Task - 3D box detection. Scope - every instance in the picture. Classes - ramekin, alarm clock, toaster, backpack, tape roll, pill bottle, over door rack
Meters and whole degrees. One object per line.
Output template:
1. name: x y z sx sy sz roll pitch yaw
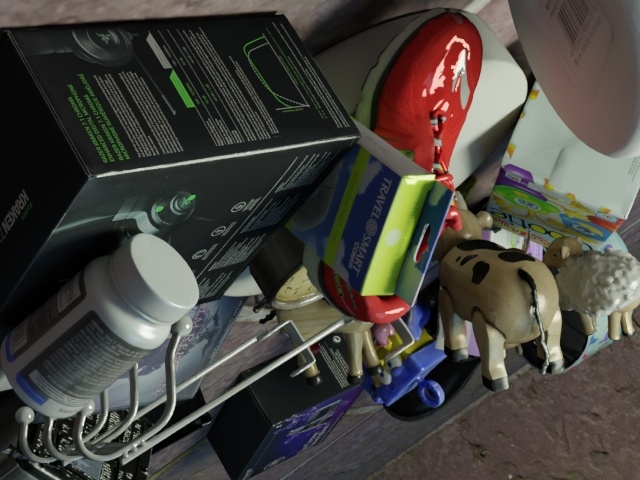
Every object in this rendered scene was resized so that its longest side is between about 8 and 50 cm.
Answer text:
1. ramekin: 0.258 -0.201 1.041 0.135 0.277 0.277 -22 160 -8
2. alarm clock: 0.000 0.000 1.227 0.129 0.064 0.192 -21 161 -31
3. toaster: -0.282 0.236 1.379 0.110 0.168 0.185 -38 118 25
4. backpack: 0.330 0.056 1.832 0.191 0.253 0.225 -22 159 -28
5. tape roll: 0.031 -0.080 1.290 0.392 0.072 0.392 -29 162 -10
6. pill bottle: -0.157 0.060 0.909 0.137 0.078 0.078 -38 161 22
7. over door rack: -0.114 0.116 1.203 0.324 0.108 0.239 -19 179 -26

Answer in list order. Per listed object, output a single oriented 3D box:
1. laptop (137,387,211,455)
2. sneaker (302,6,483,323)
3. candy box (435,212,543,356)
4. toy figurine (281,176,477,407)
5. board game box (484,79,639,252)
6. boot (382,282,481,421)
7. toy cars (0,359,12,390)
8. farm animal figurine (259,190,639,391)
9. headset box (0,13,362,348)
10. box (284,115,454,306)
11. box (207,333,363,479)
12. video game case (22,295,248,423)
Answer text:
1. laptop: -0.279 0.233 1.684 0.234 0.136 0.264 -28 136 -14
2. sneaker: 0.086 -0.056 1.083 0.107 0.118 0.279 10 105 -36
3. candy box: 0.224 0.049 1.661 0.196 0.070 0.165 -16 112 -59
4. toy figurine: 0.128 0.111 1.706 0.191 0.217 0.362 -17 157 -39
5. board game box: 0.281 -0.085 1.436 0.275 0.142 0.144 74 40 -78
6. boot: 0.204 0.173 2.117 0.348 0.131 0.260 -47 166 11
7. toy cars: -0.379 0.158 1.206 0.393 0.087 0.176 -30 162 -8
8. farm animal figurine: 0.140 0.045 1.387 0.330 0.172 0.326 -21 -159 -32
9. headset box: -0.156 -0.041 0.984 0.283 0.131 0.246 -14 155 -44
10. box: 0.024 -0.034 1.033 0.042 0.178 0.109 -1 119 -38
11. box: -0.055 0.265 1.997 0.184 0.103 0.261 -20 158 -27
12. video game case: -0.182 0.099 1.374 0.274 0.026 0.196 2 121 -59
